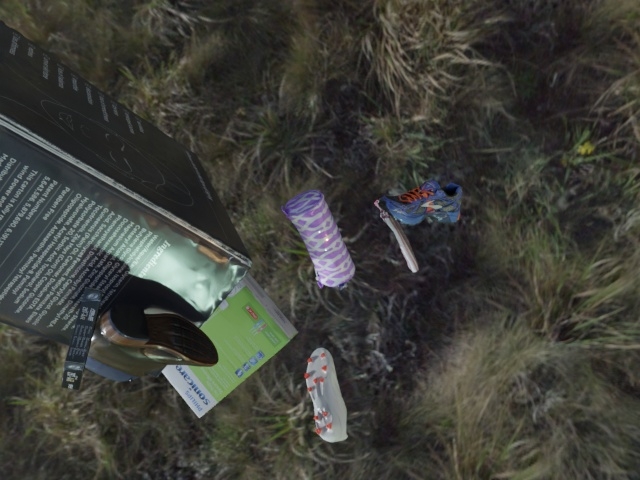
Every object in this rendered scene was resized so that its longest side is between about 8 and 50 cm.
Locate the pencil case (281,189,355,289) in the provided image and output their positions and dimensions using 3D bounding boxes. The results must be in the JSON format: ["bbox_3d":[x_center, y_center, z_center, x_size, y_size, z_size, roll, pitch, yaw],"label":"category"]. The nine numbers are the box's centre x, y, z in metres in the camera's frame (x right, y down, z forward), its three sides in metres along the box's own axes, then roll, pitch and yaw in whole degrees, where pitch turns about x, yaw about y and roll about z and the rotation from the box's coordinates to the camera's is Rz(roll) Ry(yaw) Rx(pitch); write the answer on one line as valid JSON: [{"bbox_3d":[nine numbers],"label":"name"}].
[{"bbox_3d":[0.000,0.000,1.131,0.088,0.206,0.086,-22,28,4],"label":"pencil case"}]

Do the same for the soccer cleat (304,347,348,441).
[{"bbox_3d":[0.015,0.323,1.176,0.068,0.076,0.197,-27,52,26],"label":"soccer cleat"}]

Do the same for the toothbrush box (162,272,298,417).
[{"bbox_3d":[-0.228,0.235,1.318,0.283,0.122,0.206,-41,85,4],"label":"toothbrush box"}]

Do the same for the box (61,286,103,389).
[{"bbox_3d":[-0.243,0.100,0.573,0.018,0.067,0.083,14,50,-19],"label":"box"}]

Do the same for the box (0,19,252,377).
[{"bbox_3d":[-0.437,-0.079,1.003,0.297,0.471,0.480,-50,38,10],"label":"box"}]

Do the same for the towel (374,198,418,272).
[{"bbox_3d":[0.173,-0.016,1.289,0.029,0.197,0.144,-29,104,10],"label":"towel"}]

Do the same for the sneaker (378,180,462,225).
[{"bbox_3d":[0.215,-0.088,1.193,0.083,0.221,0.087,43,127,44],"label":"sneaker"}]

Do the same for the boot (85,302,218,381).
[{"bbox_3d":[-0.264,0.168,0.867,0.106,0.219,0.082,-36,48,19],"label":"boot"}]
